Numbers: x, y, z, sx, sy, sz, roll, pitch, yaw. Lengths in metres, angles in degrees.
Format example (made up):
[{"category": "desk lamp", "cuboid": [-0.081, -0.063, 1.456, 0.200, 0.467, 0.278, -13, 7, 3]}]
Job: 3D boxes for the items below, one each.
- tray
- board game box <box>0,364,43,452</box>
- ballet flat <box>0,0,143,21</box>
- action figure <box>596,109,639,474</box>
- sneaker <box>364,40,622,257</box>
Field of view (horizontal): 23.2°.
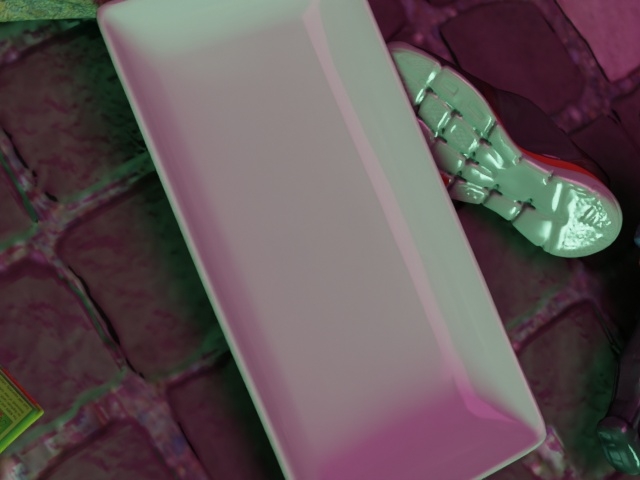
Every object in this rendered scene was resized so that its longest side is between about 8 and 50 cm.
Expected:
[{"category": "tray", "cuboid": [0.000, 0.000, 0.738, 0.145, 0.030, 0.270, -23, 90, -31]}, {"category": "board game box", "cuboid": [-0.207, 0.036, 0.616, 0.181, 0.043, 0.092, 48, 59, -6]}, {"category": "ballet flat", "cuboid": [-0.188, -0.138, 0.647, 0.316, 0.106, 0.108, -17, 74, -32]}, {"category": "action figure", "cuboid": [0.303, 0.005, 0.831, 0.330, 0.178, 0.341, 37, 62, -24]}, {"category": "sneaker", "cuboid": [0.088, -0.053, 0.810, 0.158, 0.061, 0.065, 37, 33, -13]}]
